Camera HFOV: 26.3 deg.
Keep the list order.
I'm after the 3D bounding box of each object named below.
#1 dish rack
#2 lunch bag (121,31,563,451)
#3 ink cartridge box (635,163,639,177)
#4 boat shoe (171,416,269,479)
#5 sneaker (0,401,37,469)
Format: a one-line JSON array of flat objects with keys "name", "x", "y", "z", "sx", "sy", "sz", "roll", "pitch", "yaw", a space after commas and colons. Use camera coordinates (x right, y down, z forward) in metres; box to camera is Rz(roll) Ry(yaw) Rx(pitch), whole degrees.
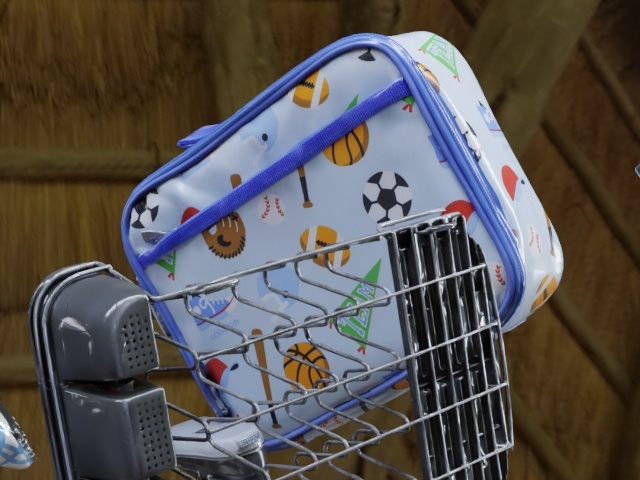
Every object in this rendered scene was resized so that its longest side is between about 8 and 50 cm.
[{"name": "dish rack", "x": -0.009, "y": 0.094, "z": 0.746, "sx": 0.271, "sy": 0.074, "sz": 0.208, "roll": -15, "pitch": -78, "yaw": -36}, {"name": "lunch bag", "x": 0.000, "y": 0.000, "z": 0.973, "sx": 0.303, "sy": 0.115, "sz": 0.243, "roll": -31, "pitch": -94, "yaw": 32}, {"name": "ink cartridge box", "x": 0.402, "y": -0.057, "z": 1.204, "sx": 0.045, "sy": 0.208, "sz": 0.206, "roll": 19, "pitch": -56, "yaw": -41}, {"name": "boat shoe", "x": -0.082, "y": 0.154, "z": 0.986, "sx": 0.049, "sy": 0.142, "sz": 0.040, "roll": -21, "pitch": -84, "yaw": -30}, {"name": "sneaker", "x": -0.363, "y": 0.182, "z": 1.350, "sx": 0.086, "sy": 0.085, "sz": 0.237, "roll": -43, "pitch": -32, "yaw": -1}]
